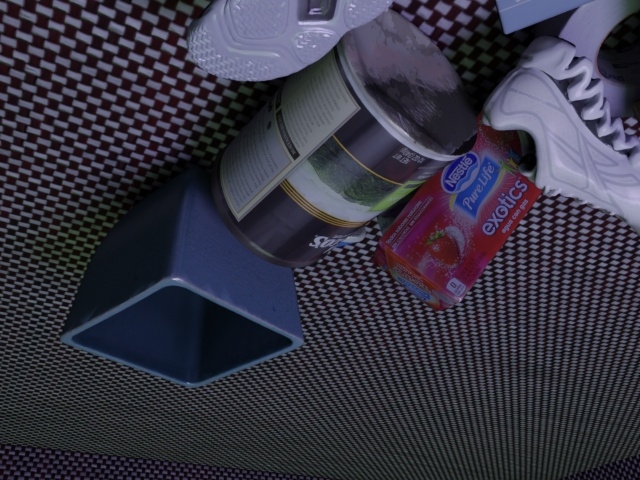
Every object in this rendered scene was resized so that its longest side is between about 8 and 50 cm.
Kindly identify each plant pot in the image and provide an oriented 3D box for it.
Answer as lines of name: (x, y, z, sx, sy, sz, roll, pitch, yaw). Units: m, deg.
plant pot: (-0.194, 0.042, 0.889, 0.247, 0.253, 0.247, -27, 137, 29)

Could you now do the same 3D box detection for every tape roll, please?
tape roll: (0.366, -0.245, 0.677, 0.219, 0.072, 0.219, -2, 145, -2)

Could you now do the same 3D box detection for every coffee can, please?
coffee can: (0.019, -0.114, 0.716, 0.201, 0.202, 0.275, 22, 141, -30)

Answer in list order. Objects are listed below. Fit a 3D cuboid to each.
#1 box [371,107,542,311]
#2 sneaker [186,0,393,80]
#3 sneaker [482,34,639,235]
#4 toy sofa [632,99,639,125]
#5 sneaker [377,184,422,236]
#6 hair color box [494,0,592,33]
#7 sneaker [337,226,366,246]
box: (0.189, -0.046, 0.757, 0.122, 0.257, 0.128, 38, 170, 8)
sneaker: (-0.009, -0.262, 0.554, 0.268, 0.153, 0.101, -26, 139, 15)
sneaker: (0.298, -0.085, 0.663, 0.118, 0.110, 0.292, -44, 102, 7)
toy sofa: (0.390, -0.200, 0.529, 0.150, 0.177, 0.363, -15, 143, 16)
sneaker: (0.225, -0.045, 0.872, 0.281, 0.161, 0.102, -12, 144, 12)
hair color box: (0.124, -0.360, 0.404, 0.113, 0.186, 0.374, -16, 142, 20)
sneaker: (0.000, -0.001, 1.005, 0.152, 0.058, 0.085, 2, 139, 1)
